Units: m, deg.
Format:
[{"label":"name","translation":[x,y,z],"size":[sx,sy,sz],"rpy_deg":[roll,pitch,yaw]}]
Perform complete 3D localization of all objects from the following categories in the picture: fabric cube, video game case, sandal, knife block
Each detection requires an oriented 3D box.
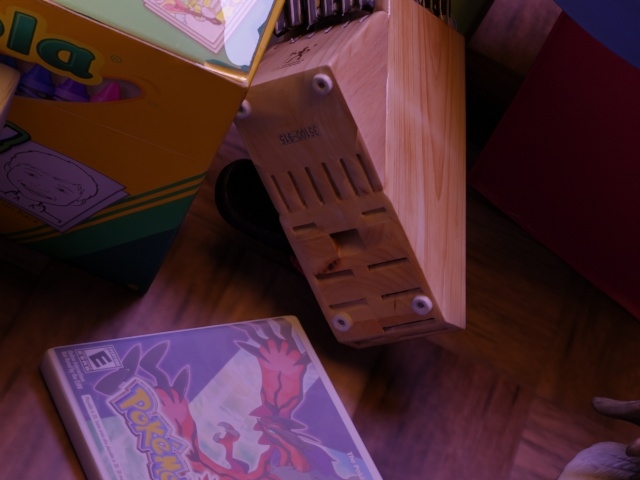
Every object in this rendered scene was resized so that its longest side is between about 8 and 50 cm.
[{"label":"fabric cube","translation":[0.313,-0.106,1.475],"size":[0.254,0.259,0.258],"rpy_deg":[41,45,13]},{"label":"video game case","translation":[-0.054,0.137,1.221],"size":[0.183,0.023,0.201],"rpy_deg":[-7,52,-32]},{"label":"sandal","translation":[0.000,0.000,1.362],"size":[0.179,0.040,0.067],"rpy_deg":[28,55,-22]},{"label":"knife block","translation":[0.047,-0.100,1.334],"size":[0.242,0.088,0.275],"rpy_deg":[-47,118,-50]}]

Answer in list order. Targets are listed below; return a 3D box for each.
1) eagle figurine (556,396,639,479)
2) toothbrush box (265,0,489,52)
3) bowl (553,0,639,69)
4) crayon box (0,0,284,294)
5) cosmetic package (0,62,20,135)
[{"label":"eagle figurine","translation":[0.328,0.172,1.298],"size":[0.298,0.225,0.226],"rpy_deg":[40,79,-31]},{"label":"toothbrush box","translation":[0.033,-0.218,1.545],"size":[0.206,0.122,0.283],"rpy_deg":[31,41,3]},{"label":"bowl","translation":[0.287,-0.229,1.339],"size":[0.391,0.077,0.391],"rpy_deg":[13,47,-14]},{"label":"crayon box","translation":[-0.227,-0.128,1.169],"size":[0.363,0.313,0.106],"rpy_deg":[22,65,-6]},{"label":"cosmetic package","translation":[-0.280,0.027,1.062],"size":[0.138,0.224,0.224],"rpy_deg":[21,42,-7]}]
